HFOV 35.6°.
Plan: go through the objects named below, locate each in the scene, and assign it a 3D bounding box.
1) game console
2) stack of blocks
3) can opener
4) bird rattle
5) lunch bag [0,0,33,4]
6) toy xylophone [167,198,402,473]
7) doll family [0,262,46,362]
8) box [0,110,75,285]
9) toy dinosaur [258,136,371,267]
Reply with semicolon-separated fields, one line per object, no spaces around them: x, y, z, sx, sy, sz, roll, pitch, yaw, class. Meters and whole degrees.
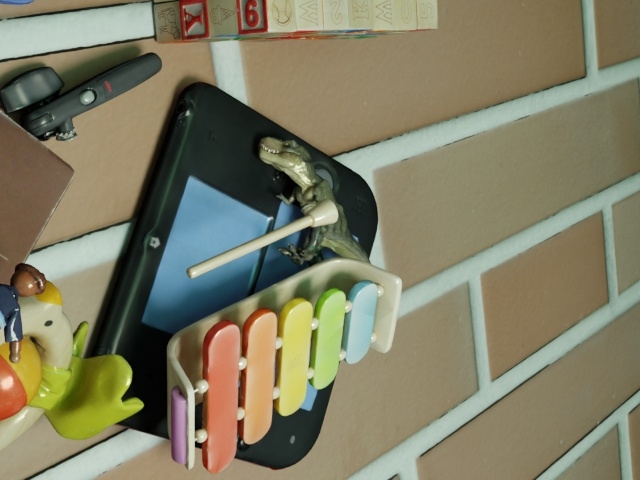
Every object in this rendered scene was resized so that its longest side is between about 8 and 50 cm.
-0.084;0.055;1.173;0.342;0.060;0.386;30;71;-45;game console
-0.021;-0.274;1.128;0.297;0.171;0.087;-14;104;-47;stack of blocks
-0.228;-0.150;0.994;0.186;0.059;0.073;-32;116;-41;can opener
-0.296;0.137;0.879;0.253;0.143;0.207;-29;142;-33;bird rattle
-0.291;-0.360;0.869;0.243;0.115;0.303;14;83;-50;lunch bag
-0.048;0.099;1.072;0.322;0.081;0.236;-32;139;-30;toy xylophone
-0.268;0.008;0.680;0.111;0.076;0.193;-47;130;-39;doll family
-0.371;0.065;0.760;0.143;0.191;0.381;45;61;-40;box
0.000;0.000;1.184;0.268;0.064;0.118;56;49;-35;toy dinosaur
